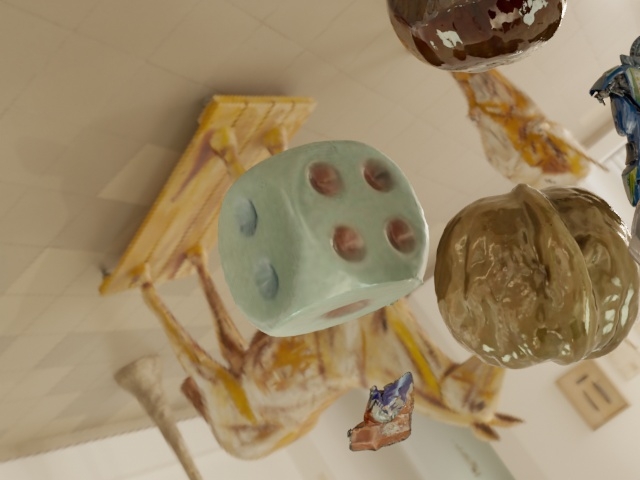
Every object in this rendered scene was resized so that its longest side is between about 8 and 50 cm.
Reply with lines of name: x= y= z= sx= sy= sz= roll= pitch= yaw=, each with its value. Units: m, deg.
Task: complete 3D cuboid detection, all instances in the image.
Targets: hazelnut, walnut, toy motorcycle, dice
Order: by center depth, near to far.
hazelnut: x=0.192 y=-0.307 z=0.983 sx=0.218 sy=0.234 sz=0.217 roll=-16 pitch=115 yaw=-38
walnut: x=0.312 y=0.051 z=1.098 sx=0.297 sy=0.285 sz=0.285 roll=-11 pitch=160 yaw=2
toy motorcycle: x=0.479 y=-0.179 z=1.130 sx=0.136 sy=0.254 sz=0.092 roll=-11 pitch=179 yaw=0
dice: x=0.000 y=0.000 z=1.291 sx=0.268 sy=0.262 sz=0.265 roll=-9 pitch=161 yaw=-36

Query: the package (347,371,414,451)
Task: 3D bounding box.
package: x=0.069 y=0.189 z=0.835 sx=0.077 sy=0.033 sz=0.110 roll=-24 pitch=138 yaw=-29

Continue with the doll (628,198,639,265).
doll: x=0.390 y=-0.078 z=0.688 sx=0.287 sy=0.151 sz=0.151 roll=-50 pitch=161 yaw=-4
